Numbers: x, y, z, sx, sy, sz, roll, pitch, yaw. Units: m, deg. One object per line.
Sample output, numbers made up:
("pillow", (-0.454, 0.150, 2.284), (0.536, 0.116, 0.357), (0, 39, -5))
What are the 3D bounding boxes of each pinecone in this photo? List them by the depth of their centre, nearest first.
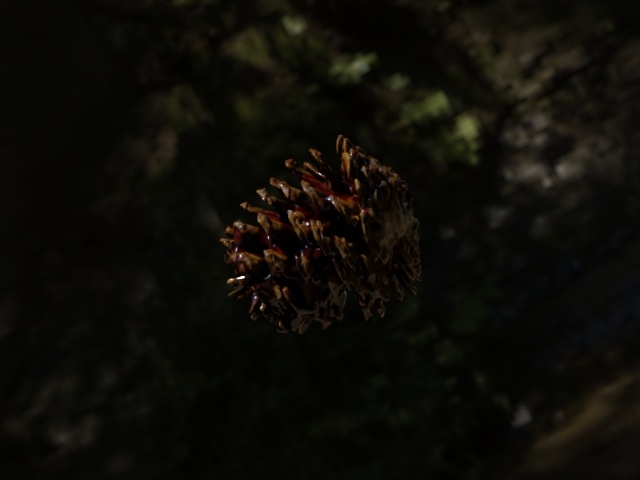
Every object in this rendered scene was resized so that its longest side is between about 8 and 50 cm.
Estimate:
("pinecone", (0.000, 0.000, 0.789), (0.083, 0.077, 0.077), (-20, -3, 6))
